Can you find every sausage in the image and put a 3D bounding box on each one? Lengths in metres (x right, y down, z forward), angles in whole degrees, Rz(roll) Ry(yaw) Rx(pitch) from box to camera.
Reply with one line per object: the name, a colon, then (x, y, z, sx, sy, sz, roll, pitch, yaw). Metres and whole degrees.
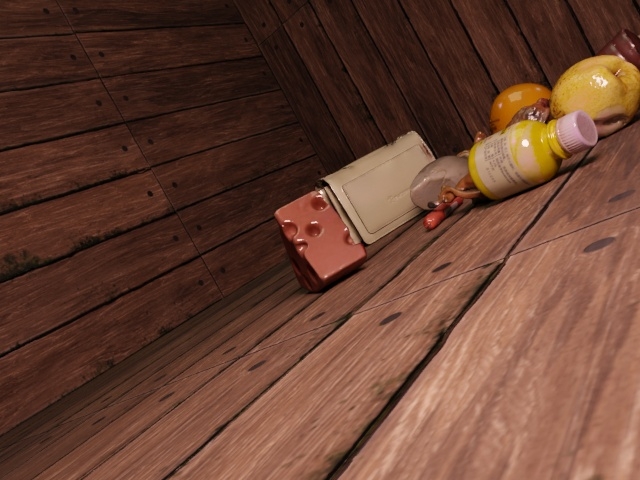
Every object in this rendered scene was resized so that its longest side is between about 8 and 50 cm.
sausage: (0.284, -0.070, 1.353, 0.034, 0.034, 0.253, -27, 4, 35)

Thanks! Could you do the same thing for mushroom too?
mushroom: (0.356, -0.174, 1.650, 0.128, 0.128, 0.350, -27, 0, 39)

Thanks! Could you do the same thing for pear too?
pear: (0.567, -0.294, 1.210, 0.178, 0.178, 0.178, -29, 3, 1)

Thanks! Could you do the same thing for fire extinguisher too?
fire extinguisher: (0.599, -0.314, 1.363, 0.337, 0.114, 0.135, -49, 6, 41)

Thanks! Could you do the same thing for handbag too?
handbag: (0.185, -0.152, 1.777, 0.359, 0.236, 0.160, -30, 5, -23)

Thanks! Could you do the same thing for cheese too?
cheese: (0.015, 0.021, 1.271, 0.128, 0.202, 0.177, -28, 31, -18)

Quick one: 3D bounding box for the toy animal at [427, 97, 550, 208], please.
toy animal: (0.372, -0.172, 1.243, 0.312, 0.097, 0.157, -53, 11, -7)

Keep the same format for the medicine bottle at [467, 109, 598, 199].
medicine bottle: (0.382, -0.160, 1.064, 0.122, 0.121, 0.212, -31, 3, -39)

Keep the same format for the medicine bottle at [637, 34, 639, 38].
medicine bottle: (0.823, -0.430, 1.251, 0.151, 0.151, 0.322, -30, 3, -16)

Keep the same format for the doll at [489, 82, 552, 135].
doll: (0.576, -0.328, 1.582, 0.236, 0.213, 0.213, -15, 3, 1)
